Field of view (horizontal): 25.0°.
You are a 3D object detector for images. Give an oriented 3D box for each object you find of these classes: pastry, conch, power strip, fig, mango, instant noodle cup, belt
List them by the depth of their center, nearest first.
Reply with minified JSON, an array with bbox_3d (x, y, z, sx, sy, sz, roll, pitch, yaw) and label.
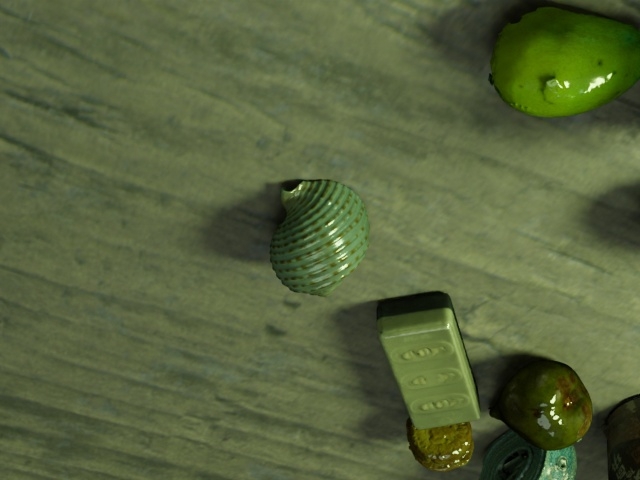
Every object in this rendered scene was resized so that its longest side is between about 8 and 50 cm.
[{"bbox_3d":[0.274,-0.193,1.585,0.178,0.100,0.119,-6,137,-5],"label":"mango"},{"bbox_3d":[0.002,0.006,1.821,0.135,0.102,0.153,-15,139,-5],"label":"conch"},{"bbox_3d":[0.157,0.178,2.041,0.105,0.070,0.257,-10,140,12],"label":"power strip"},{"bbox_3d":[0.312,0.226,2.092,0.133,0.185,0.127,28,92,-25],"label":"fig"},{"bbox_3d":[0.518,0.353,2.141,0.217,0.207,0.217,1,140,1],"label":"instant noodle cup"},{"bbox_3d":[0.179,0.290,2.153,0.109,0.097,0.057,38,152,22],"label":"pastry"},{"bbox_3d":[0.317,0.357,2.200,0.082,0.148,0.163,19,165,-25],"label":"belt"}]
